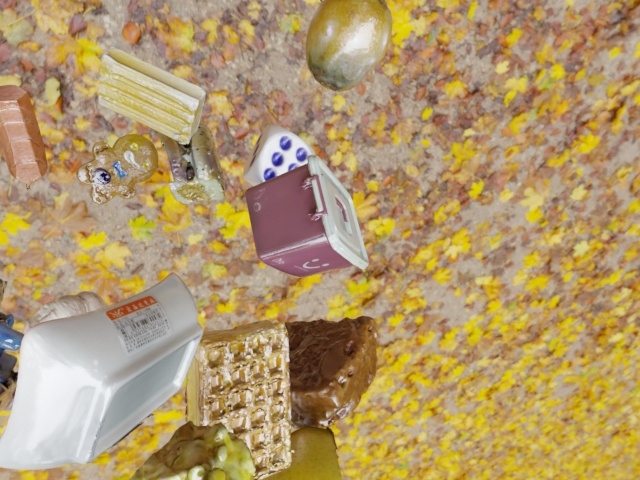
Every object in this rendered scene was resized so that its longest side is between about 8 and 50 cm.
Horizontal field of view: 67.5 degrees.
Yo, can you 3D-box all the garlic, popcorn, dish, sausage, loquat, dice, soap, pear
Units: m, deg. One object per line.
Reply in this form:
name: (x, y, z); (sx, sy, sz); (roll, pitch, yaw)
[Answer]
garlic: (-0.611, 0.252, 1.206); (0.218, 0.212, 0.219); (-42, 154, -27)
popcorn: (-0.182, 0.363, 0.693); (0.187, 0.167, 0.185); (-51, 169, -3)
dish: (-0.196, 0.130, 0.479); (0.077, 0.212, 0.151); (29, 106, 11)
sausage: (-0.490, -0.163, 0.784); (0.065, 0.065, 0.169); (-6, 135, -18)
loquat: (0.057, -0.437, 1.046); (0.179, 0.179, 0.227); (14, 134, -31)
dice: (-0.177, -0.325, 2.052); (0.243, 0.251, 0.259); (28, 88, -19)
soap: (-0.476, -0.403, 1.351); (0.274, 0.089, 0.173); (24, 140, -9)
pear: (-0.051, 0.643, 1.094); (0.191, 0.387, 0.340); (-2, 148, -11)

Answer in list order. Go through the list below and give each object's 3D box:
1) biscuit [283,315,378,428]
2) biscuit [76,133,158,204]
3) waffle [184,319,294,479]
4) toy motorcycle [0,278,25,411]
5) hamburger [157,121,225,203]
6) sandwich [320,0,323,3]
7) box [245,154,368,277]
biscuit: (-0.045, 0.381, 1.402); (0.395, 0.342, 0.166); (-9, 111, 32)
biscuit: (-0.565, -0.208, 1.357); (0.236, 0.039, 0.180); (-46, 127, -30)
waffle: (-0.159, 0.320, 0.938); (0.212, 0.091, 0.308); (-4, 94, -43)
toy motorcycle: (-0.452, 0.158, 0.517); (0.182, 0.241, 0.319); (53, 136, -6)
hamburger: (-0.460, -0.279, 1.722); (0.195, 0.277, 0.318); (-11, 175, -7)
sandwich: (0.084, -0.601, 1.269); (0.186, 0.065, 0.215); (-23, 141, -1)
box: (-0.024, -0.030, 0.995); (0.167, 0.193, 0.294); (-16, 162, 14)
